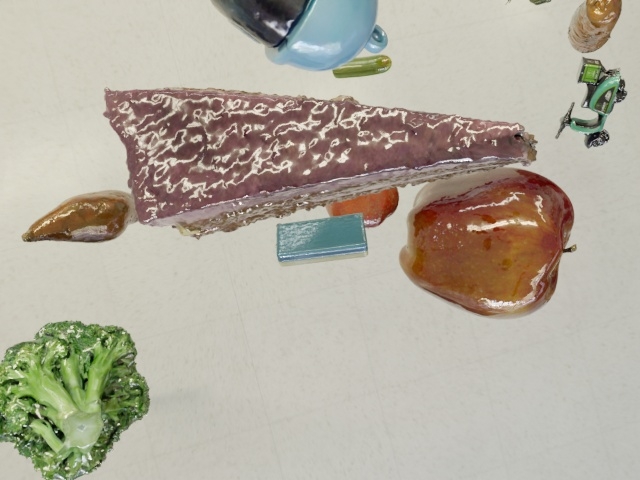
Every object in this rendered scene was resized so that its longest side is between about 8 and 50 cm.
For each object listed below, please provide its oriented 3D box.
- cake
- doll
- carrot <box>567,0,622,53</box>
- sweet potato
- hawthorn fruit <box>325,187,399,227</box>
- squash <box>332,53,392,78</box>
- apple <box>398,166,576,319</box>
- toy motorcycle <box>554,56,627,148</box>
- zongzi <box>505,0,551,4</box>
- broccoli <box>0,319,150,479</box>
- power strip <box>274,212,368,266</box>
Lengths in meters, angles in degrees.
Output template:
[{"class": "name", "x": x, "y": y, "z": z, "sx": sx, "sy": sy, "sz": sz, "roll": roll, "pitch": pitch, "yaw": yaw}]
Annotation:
[{"class": "cake", "x": -0.005, "y": -0.052, "z": 0.438, "sx": 0.295, "sy": 0.116, "sz": 0.113, "roll": 2, "pitch": 94, "yaw": 16}, {"class": "doll", "x": -0.057, "y": -0.283, "z": 0.671, "sx": 0.314, "sy": 0.141, "sz": 0.177, "roll": 24, "pitch": 57, "yaw": -22}, {"class": "carrot", "x": 0.359, "y": -0.290, "z": 0.830, "sx": 0.060, "sy": 0.186, "sz": 0.060, "roll": 1, "pitch": 93, "yaw": 16}, {"class": "sweet potato", "x": -0.454, "y": -0.049, "z": 1.308, "sx": 0.112, "sy": 0.359, "sz": 0.112, "roll": 8, "pitch": 108, "yaw": 28}, {"class": "hawthorn fruit", "x": 0.063, "y": -0.086, "z": 1.121, "sx": 0.132, "sy": 0.133, "sz": 0.138, "roll": -23, "pitch": 106, "yaw": -7}, {"class": "squash", "x": 0.057, "y": -0.232, "z": 0.846, "sx": 0.083, "sy": 0.027, "sz": 0.028, "roll": 5, "pitch": 89, "yaw": 31}, {"class": "apple", "x": 0.317, "y": 0.005, "z": 1.198, "sx": 0.316, "sy": 0.288, "sz": 0.288, "roll": 8, "pitch": 89, "yaw": 26}, {"class": "toy motorcycle", "x": 0.515, "y": -0.254, "z": 1.201, "sx": 0.100, "sy": 0.058, "sz": 0.173, "roll": 12, "pitch": 130, "yaw": 12}, {"class": "zongzi", "x": 0.319, "y": -0.340, "z": 0.797, "sx": 0.130, "sy": 0.154, "sz": 0.062, "roll": -22, "pitch": 77, "yaw": -31}, {"class": "broccoli", "x": -0.466, "y": 0.303, "z": 1.178, "sx": 0.307, "sy": 0.275, "sz": 0.308, "roll": -10, "pitch": 110, "yaw": -29}, {"class": "power strip", "x": 0.000, "y": 0.000, "z": 0.842, "sx": 0.123, "sy": 0.032, "sz": 0.056, "roll": -7, "pitch": 53, "yaw": 3}]
